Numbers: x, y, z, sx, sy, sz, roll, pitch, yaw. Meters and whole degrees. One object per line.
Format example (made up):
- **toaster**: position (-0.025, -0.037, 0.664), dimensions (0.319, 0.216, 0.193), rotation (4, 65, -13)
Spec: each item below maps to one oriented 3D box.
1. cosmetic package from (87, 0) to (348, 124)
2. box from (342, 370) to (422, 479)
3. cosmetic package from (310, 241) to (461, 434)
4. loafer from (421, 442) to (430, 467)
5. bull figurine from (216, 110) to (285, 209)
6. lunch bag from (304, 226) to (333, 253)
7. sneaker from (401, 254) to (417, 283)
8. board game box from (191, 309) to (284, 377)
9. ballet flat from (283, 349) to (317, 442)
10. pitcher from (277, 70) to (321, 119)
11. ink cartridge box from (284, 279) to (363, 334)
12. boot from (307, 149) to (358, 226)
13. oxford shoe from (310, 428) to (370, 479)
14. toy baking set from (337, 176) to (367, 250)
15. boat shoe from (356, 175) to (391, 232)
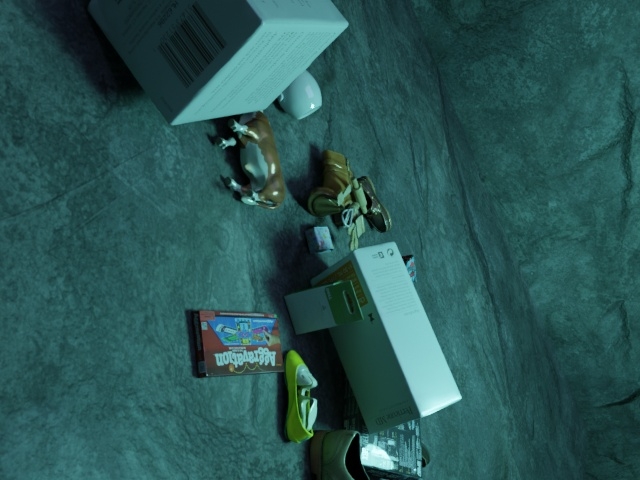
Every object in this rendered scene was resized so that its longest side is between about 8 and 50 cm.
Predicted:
- **cosmetic package**: position (-0.217, -0.497, 1.538), dimensions (0.327, 0.329, 0.394), rotation (54, 30, 4)
- **box**: position (0.175, 0.502, 1.938), dimensions (0.242, 0.076, 0.307), rotation (23, 54, -32)
- **cosmetic package**: position (0.164, 0.259, 1.845), dimensions (0.162, 0.230, 0.453), rotation (-11, 72, -38)
- **loafer**: position (0.246, 0.624, 2.063), dimensions (0.220, 0.080, 0.078), rotation (46, 43, -23)
- **bull figurine**: position (-0.174, -0.229, 1.773), dimensions (0.188, 0.101, 0.310), rotation (-15, 86, -56)
- **lunch bag**: position (0.000, 0.000, 1.989), dimensions (0.083, 0.053, 0.071), rotation (-4, 77, -49)
- **sneaker**: position (0.271, 0.134, 2.316), dimensions (0.262, 0.104, 0.125), rotation (-30, 103, -59)
- **board game box**: position (-0.184, 0.238, 1.593), dimensions (0.281, 0.027, 0.145), rotation (12, 67, -56)
- **ballet flat**: position (-0.044, 0.379, 1.700), dimensions (0.077, 0.077, 0.231), rotation (32, 49, -47)
- **pitcher**: position (-0.102, -0.452, 2.002), dimensions (0.178, 0.125, 0.207), rotation (-33, 94, -38)
- **ink cartridge box**: position (0.018, 0.167, 1.777), dimensions (0.062, 0.209, 0.109), rotation (-19, 92, -59)
- **boot**: position (0.037, -0.178, 2.077), dimensions (0.283, 0.109, 0.220), rotation (21, 59, -57)
- **oxford shoe**: position (0.058, 0.637, 1.684), dimensions (0.123, 0.130, 0.348), rotation (16, 62, -55)
- **toy baking set**: position (0.101, -0.084, 2.033), dimensions (0.256, 0.030, 0.196), rotation (69, 26, -46)
- **boat shoe**: position (0.166, -0.113, 2.302), dimensions (0.207, 0.073, 0.073), rotation (60, 34, -7)
